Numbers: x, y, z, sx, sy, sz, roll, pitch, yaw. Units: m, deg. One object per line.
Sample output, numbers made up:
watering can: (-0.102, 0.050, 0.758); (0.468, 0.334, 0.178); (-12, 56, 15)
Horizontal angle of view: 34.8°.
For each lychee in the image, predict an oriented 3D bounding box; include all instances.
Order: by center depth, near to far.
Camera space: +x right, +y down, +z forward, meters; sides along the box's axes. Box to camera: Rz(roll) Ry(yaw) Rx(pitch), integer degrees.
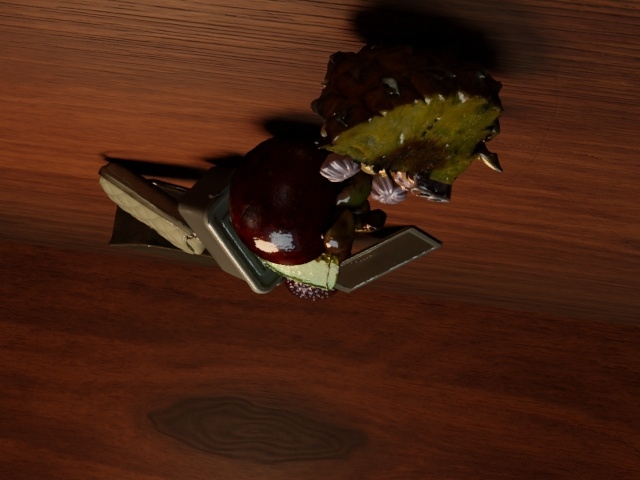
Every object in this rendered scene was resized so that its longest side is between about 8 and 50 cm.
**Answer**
lychee: (-0.007, 0.064, 2.548); (0.188, 0.188, 0.188); (8, 171, 1)

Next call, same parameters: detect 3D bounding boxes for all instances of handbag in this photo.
handbag: (-0.336, -0.067, 2.030); (0.256, 0.079, 0.219); (34, 178, 15)

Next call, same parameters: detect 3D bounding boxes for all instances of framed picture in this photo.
framed picture: (0.135, 0.046, 2.419); (0.273, 0.016, 0.216); (-27, 158, 17)

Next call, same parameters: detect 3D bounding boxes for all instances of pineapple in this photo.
pineapple: (0.114, -0.171, 1.161); (0.161, 0.158, 0.334); (-43, 148, 26)

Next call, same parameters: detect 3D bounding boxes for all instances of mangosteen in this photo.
mangosteen: (-0.016, -0.061, 1.618); (0.257, 0.215, 0.215); (7, 172, 23)

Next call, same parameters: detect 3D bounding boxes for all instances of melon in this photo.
melon: (-0.040, -0.052, 1.853); (0.169, 0.129, 0.265); (5, 131, 2)

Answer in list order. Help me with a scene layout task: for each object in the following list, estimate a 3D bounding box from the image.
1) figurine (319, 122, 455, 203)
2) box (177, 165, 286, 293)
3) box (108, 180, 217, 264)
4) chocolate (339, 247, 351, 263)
figurine: (0.096, -0.122, 1.454); (0.240, 0.116, 0.174); (8, 171, 44)
box: (-0.151, -0.031, 1.938); (0.135, 0.163, 0.243); (15, 147, 48)
box: (-0.315, -0.034, 2.314); (0.273, 0.143, 0.184); (13, 170, -38)
chocolate: (0.000, 0.000, 2.291); (0.124, 0.127, 0.133); (36, -169, 30)
